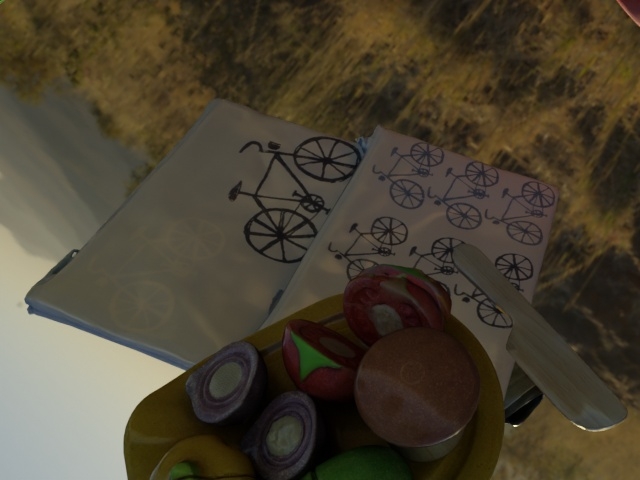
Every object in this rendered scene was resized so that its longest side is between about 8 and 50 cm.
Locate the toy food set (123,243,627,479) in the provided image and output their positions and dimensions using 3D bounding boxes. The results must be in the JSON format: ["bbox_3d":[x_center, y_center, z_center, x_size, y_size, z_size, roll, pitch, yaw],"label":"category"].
[{"bbox_3d":[0.009,0.069,0.383,0.128,0.218,0.071,60,176,32],"label":"toy food set"}]

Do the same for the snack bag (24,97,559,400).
[{"bbox_3d":[0.000,0.000,0.693,0.343,0.323,0.037,20,133,11],"label":"snack bag"}]

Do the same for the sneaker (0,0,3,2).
[{"bbox_3d":[-0.342,-0.414,1.053,0.134,0.343,0.146,27,-171,-33],"label":"sneaker"}]

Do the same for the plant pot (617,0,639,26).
[{"bbox_3d":[0.365,-0.294,0.636,0.275,0.275,0.243,42,156,-21],"label":"plant pot"}]

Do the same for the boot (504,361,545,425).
[{"bbox_3d":[0.074,0.142,0.830,0.083,0.247,0.161,34,-150,-62],"label":"boot"}]
